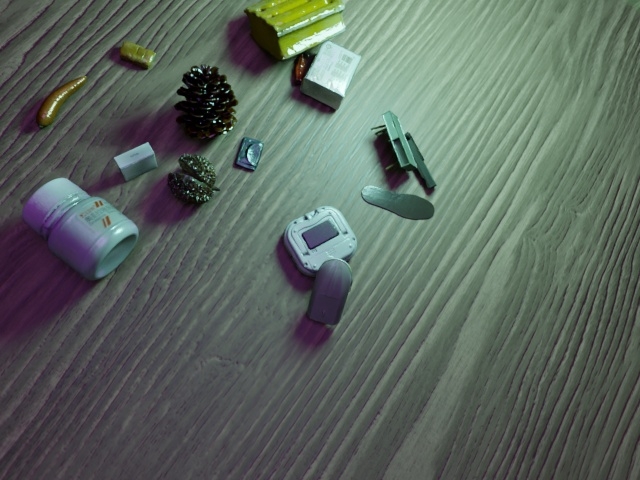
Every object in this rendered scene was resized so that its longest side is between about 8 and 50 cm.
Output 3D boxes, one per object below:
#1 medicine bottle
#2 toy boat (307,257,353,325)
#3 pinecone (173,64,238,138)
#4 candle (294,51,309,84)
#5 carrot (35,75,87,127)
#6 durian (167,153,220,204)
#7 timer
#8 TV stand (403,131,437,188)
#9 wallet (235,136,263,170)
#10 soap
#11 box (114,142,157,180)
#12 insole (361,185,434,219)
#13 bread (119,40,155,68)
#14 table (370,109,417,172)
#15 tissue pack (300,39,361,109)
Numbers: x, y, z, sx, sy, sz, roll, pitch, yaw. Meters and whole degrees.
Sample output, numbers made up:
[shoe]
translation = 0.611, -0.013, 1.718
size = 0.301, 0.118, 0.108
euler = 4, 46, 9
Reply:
[medicine bottle]
translation = -0.799, -0.041, 1.626
size = 0.302, 0.241, 0.241
euler = 38, 71, -1
[toy boat]
translation = 0.041, 0.176, 1.781
size = 0.140, 0.141, 0.270
euler = 13, 108, -9
[pinecone]
translation = -0.431, -0.524, 1.818
size = 0.246, 0.292, 0.247
euler = 4, 52, -5
[candle]
translation = -0.081, -0.739, 2.070
size = 0.053, 0.048, 0.162
euler = 20, 68, -38
[carrot]
translation = -0.976, -0.530, 1.815
size = 0.066, 0.062, 0.271
euler = 13, 66, 25
[durian]
translation = -0.464, -0.224, 1.809
size = 0.195, 0.167, 0.196
euler = -4, 102, -18
[timer]
translation = 0.000, 0.000, 1.875
size = 0.261, 0.087, 0.237
euler = -28, 83, -17
[TV stand]
translation = 0.420, -0.341, 2.073
size = 0.040, 0.049, 0.257
euler = -30, 83, 20
[wallet]
translation = -0.281, -0.347, 1.934
size = 0.088, 0.026, 0.129
euler = 16, 73, -7
[soap]
translation = -0.107, -0.909, 2.005
size = 0.335, 0.156, 0.293
euler = -34, 51, -18
[box]
translation = -0.671, -0.285, 1.777
size = 0.130, 0.129, 0.051
euler = -31, 84, -18
[insole]
translation = 0.325, -0.157, 2.031
size = 0.327, 0.007, 0.111
euler = 15, 72, -8
[bread]
translation = -0.724, -0.733, 1.923
size = 0.132, 0.053, 0.074
euler = 22, 72, -4
[table]
translation = 0.299, -0.397, 2.023
size = 0.111, 0.121, 0.240
euler = -23, 79, 22
[tissue pack]
translation = 0.043, -0.699, 2.046
size = 0.184, 0.124, 0.225
euler = 25, 71, -4
